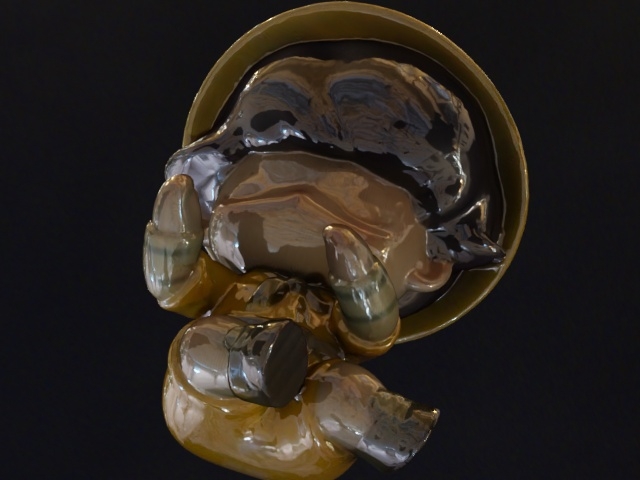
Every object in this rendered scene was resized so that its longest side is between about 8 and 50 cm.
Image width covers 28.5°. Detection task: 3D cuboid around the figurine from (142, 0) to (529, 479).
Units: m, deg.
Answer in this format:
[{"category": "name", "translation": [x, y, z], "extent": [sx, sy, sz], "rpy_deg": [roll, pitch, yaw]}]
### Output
[{"category": "figurine", "translation": [-0.001, 0.003, 0.649], "extent": [0.192, 0.167, 0.256], "rpy_deg": [22, -126, 4]}]
